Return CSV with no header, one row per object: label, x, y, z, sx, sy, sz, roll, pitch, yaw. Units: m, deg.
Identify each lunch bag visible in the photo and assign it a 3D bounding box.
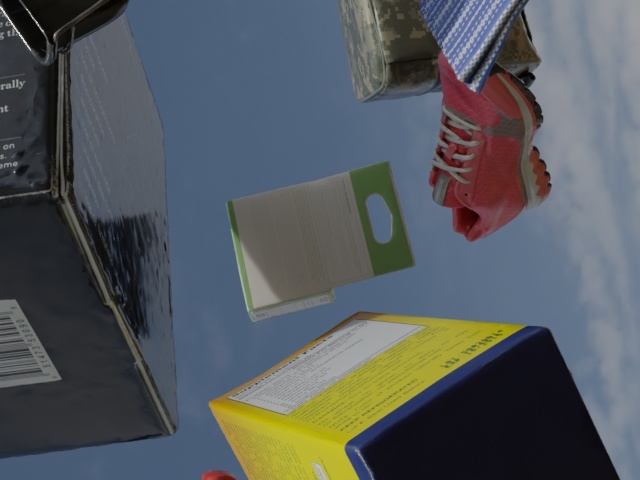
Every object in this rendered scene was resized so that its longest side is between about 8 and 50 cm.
lunch bag,0.162,-0.347,1.841,0.256,0.212,0.305,-10,-92,-8

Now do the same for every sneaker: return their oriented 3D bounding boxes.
sneaker,0.183,-0.101,1.544,0.136,0.116,0.314,-43,-37,-10

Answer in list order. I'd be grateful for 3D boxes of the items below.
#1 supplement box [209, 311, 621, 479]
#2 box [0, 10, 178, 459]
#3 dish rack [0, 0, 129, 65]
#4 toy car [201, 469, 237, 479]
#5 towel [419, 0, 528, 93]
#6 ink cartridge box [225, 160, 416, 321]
supplement box,0.076,0.195,1.175,0.194,0.356,0.195,-30,-79,-20
box,-0.348,-0.078,1.436,0.480,0.297,0.471,78,-175,-54
dish rack,-0.167,-0.254,0.725,0.074,0.271,0.208,-29,-109,-26
toy car,-0.123,0.435,1.711,0.239,0.225,0.053,-49,-11,-28
towel,0.192,-0.300,1.353,0.040,0.243,0.336,27,-160,-14
ink cartridge box,0.000,0.000,1.803,0.056,0.235,0.171,73,-176,-65
